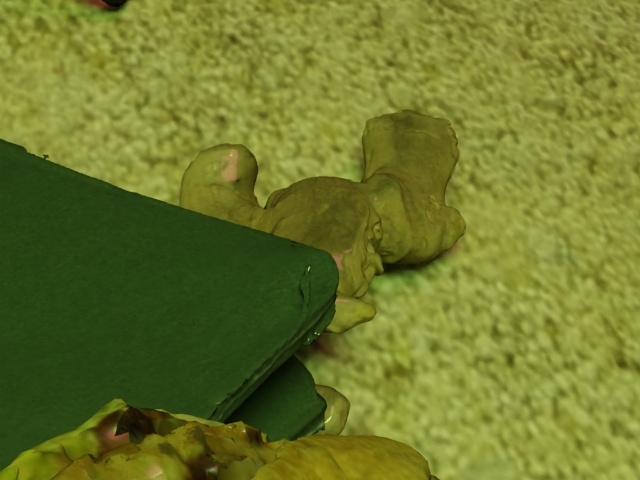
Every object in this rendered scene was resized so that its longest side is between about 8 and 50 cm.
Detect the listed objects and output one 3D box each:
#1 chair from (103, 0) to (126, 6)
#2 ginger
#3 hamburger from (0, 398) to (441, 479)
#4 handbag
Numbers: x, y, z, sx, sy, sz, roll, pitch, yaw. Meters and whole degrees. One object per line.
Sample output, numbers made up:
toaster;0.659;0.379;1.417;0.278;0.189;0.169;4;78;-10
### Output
chair;-0.224;-0.184;0.969;0.229;0.113;0.106;38;25;-41
ginger;-0.015;-0.005;0.856;0.149;0.065;0.258;24;43;10
hamburger;-0.022;0.186;0.492;0.144;0.283;0.259;-3;14;38
handbag;-0.152;0.050;0.676;0.260;0.079;0.247;19;32;24
